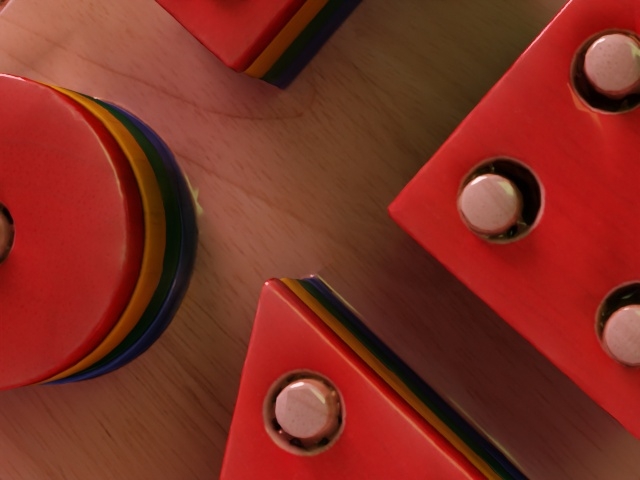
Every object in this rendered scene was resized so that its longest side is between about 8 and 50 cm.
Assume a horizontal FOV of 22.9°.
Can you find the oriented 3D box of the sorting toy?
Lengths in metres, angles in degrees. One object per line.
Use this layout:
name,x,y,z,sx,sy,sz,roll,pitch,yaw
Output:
sorting toy,0.000,0.000,0.452,0.257,0.255,0.089,43,8,9
